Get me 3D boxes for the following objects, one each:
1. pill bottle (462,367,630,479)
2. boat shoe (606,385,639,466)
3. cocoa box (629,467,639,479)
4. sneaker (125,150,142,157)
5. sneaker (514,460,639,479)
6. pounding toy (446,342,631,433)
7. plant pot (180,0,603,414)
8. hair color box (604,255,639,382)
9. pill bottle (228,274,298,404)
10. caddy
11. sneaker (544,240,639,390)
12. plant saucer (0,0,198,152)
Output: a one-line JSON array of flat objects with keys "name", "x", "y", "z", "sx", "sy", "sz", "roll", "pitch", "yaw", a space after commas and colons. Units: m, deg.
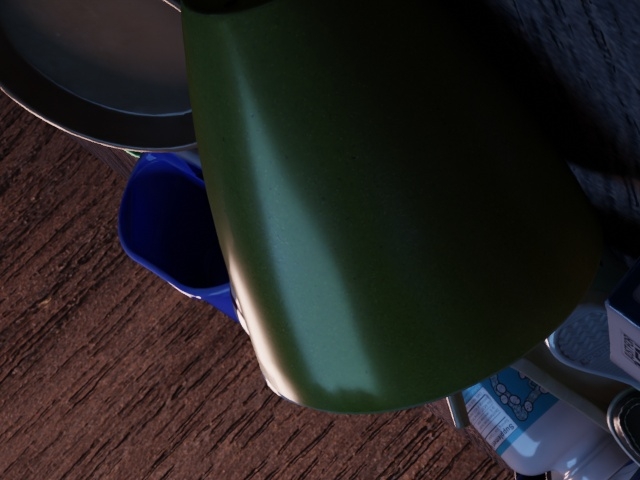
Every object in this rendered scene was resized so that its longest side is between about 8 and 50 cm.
[{"name": "pill bottle", "x": 0.192, "y": 0.119, "z": 1.809, "sx": 0.264, "sy": 0.146, "sz": 0.146, "roll": 48, "pitch": 174, "yaw": 11}, {"name": "boat shoe", "x": 0.343, "y": 0.194, "z": 1.589, "sx": 0.228, "sy": 0.081, "sz": 0.068, "roll": 31, "pitch": -174, "yaw": 1}, {"name": "cocoa box", "x": 0.419, "y": 0.330, "z": 1.729, "sx": 0.347, "sy": 0.231, "sz": 0.228, "roll": 39, "pitch": 172, "yaw": 7}, {"name": "sneaker", "x": -0.212, "y": -0.163, "z": 2.369, "sx": 0.109, "sy": 0.123, "sz": 0.295, "roll": 39, "pitch": 173, "yaw": 3}, {"name": "sneaker", "x": 0.295, "y": 0.228, "z": 1.946, "sx": 0.315, "sy": 0.182, "sz": 0.127, "roll": 42, "pitch": 174, "yaw": -13}, {"name": "pounding toy", "x": 0.173, "y": 0.083, "z": 1.680, "sx": 0.269, "sy": 0.155, "sz": 0.154, "roll": 34, "pitch": -161, "yaw": -16}, {"name": "plant pot", "x": 0.024, "y": -0.078, "z": 1.352, "sx": 0.275, "sy": 0.275, "sz": 0.293, "roll": 29, "pitch": 151, "yaw": 54}, {"name": "hair color box", "x": 0.363, "y": 0.126, "z": 1.306, "sx": 0.347, "sy": 0.105, "sz": 0.174, "roll": 37, "pitch": 172, "yaw": 18}, {"name": "pill bottle", "x": 0.000, "y": 0.000, "z": 1.692, "sx": 0.169, "sy": 0.169, "sz": 0.301, "roll": 35, "pitch": 143, "yaw": 36}, {"name": "caddy", "x": -0.073, "y": -0.043, "z": 1.956, "sx": 0.179, "sy": 0.241, "sz": 0.341, "roll": 40, "pitch": 173, "yaw": -34}, {"name": "sneaker", "x": 0.271, "y": 0.063, "z": 1.550, "sx": 0.256, "sy": 0.094, "sz": 0.151, "roll": 27, "pitch": -154, "yaw": -28}, {"name": "plant saucer", "x": -0.199, "y": -0.181, "z": 1.787, "sx": 0.278, "sy": 0.041, "sz": 0.278, "roll": 13, "pitch": 149, "yaw": 8}]
